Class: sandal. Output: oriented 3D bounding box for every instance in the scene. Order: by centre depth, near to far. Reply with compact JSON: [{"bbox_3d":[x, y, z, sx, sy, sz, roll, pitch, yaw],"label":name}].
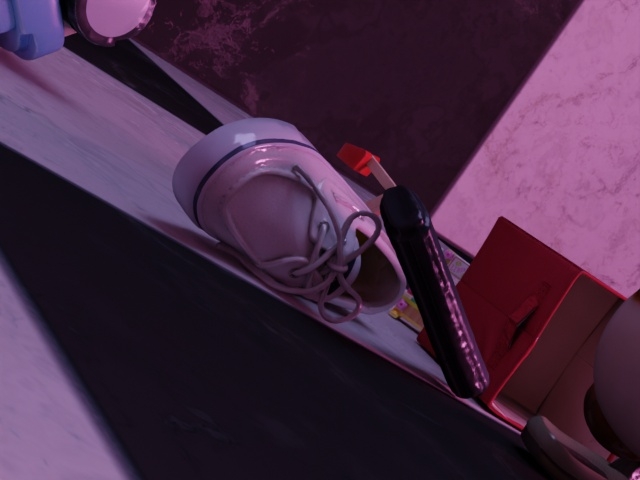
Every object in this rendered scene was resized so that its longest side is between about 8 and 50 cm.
[{"bbox_3d":[0.337,0.250,1.550,0.302,0.086,0.120,33,6,-22],"label":"sandal"}]

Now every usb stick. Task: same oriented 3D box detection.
[{"bbox_3d":[0.115,0.057,1.519,0.077,0.045,0.278,-107,175,-45],"label":"usb stick"}]

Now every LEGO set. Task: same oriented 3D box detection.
[{"bbox_3d":[0.195,0.097,1.902,0.287,0.107,0.132,33,6,-13],"label":"LEGO set"}]

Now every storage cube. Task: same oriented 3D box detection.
[{"bbox_3d":[0.261,0.117,1.743,0.215,0.184,0.193,31,5,-29],"label":"storage cube"}]

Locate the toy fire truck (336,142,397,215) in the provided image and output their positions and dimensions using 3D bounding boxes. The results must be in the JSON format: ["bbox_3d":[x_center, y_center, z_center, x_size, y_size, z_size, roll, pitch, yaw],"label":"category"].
[{"bbox_3d":[0.078,-0.041,2.221,0.192,0.135,0.047,38,6,30],"label":"toy fire truck"}]

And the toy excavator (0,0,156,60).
[{"bbox_3d":[-0.436,-0.360,1.629,0.222,0.445,0.433,39,-34,43],"label":"toy excavator"}]

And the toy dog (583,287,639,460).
[{"bbox_3d":[0.396,0.204,1.370,0.395,0.285,0.408,-6,38,-19],"label":"toy dog"}]

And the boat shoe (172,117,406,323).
[{"bbox_3d":[-0.006,0.006,1.498,0.156,0.136,0.367,49,5,28],"label":"boat shoe"}]

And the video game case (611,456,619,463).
[{"bbox_3d":[0.432,0.296,1.841,0.269,0.061,0.244,31,8,-43],"label":"video game case"}]
